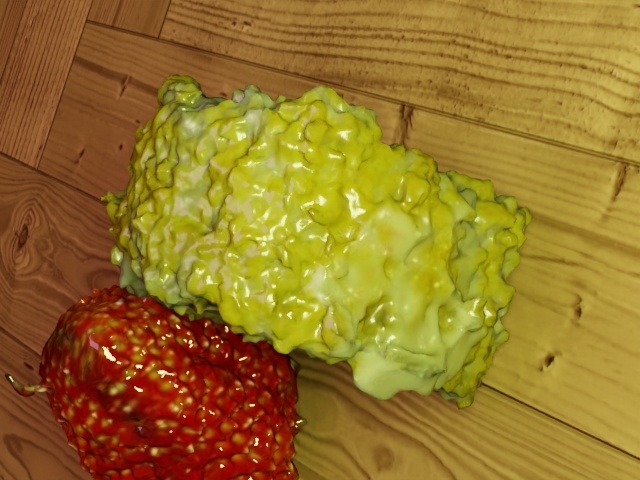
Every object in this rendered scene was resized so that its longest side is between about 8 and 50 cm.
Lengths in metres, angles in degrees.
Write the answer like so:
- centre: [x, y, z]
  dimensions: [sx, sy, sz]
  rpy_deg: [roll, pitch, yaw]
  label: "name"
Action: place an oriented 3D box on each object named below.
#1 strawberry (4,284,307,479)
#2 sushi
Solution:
- centre: [-0.188, 0.169, 1.670]
  dimensions: [0.292, 0.343, 0.292]
  rpy_deg: [-25, 49, 32]
  label: "strawberry"
- centre: [0.000, 0.000, 1.450]
  dimensions: [0.351, 0.396, 0.240]
  rpy_deg: [17, 87, 48]
  label: "sushi"
